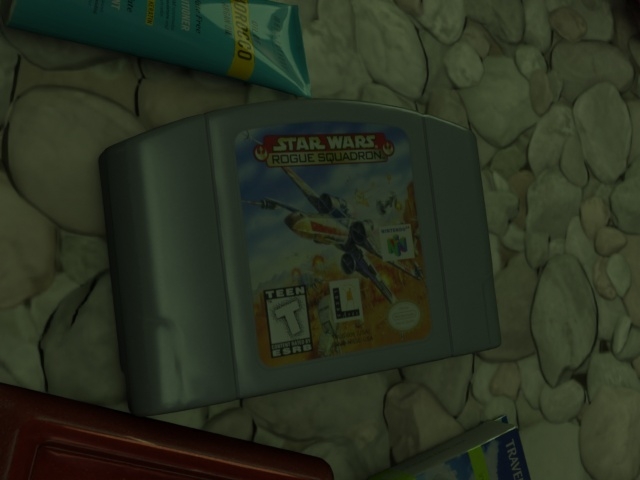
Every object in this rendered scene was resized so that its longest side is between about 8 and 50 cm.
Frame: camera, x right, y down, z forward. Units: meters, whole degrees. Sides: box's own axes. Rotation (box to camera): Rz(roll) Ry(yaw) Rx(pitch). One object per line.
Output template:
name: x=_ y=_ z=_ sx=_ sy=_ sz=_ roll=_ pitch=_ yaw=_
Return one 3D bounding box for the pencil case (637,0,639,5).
pencil case: x=0.304 y=-0.282 z=0.761 sx=0.209 sy=0.095 sz=0.098 roll=42 pitch=31 yaw=-18

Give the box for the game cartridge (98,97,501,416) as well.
game cartridge: x=0.000 y=0.000 z=0.577 sx=0.297 sy=0.062 sz=0.198 roll=-6 pitch=92 yaw=-30

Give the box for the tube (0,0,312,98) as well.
tube: x=-0.099 y=-0.145 z=0.538 sx=0.207 sy=0.052 sz=0.080 roll=5 pitch=71 yaw=-33

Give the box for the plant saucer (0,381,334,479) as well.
plant saucer: x=-0.095 y=0.223 z=0.455 sx=0.259 sy=0.048 sz=0.258 roll=21 pitch=56 yaw=-27

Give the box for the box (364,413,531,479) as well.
box: x=0.101 y=0.213 z=0.618 sx=0.178 sy=0.042 sz=0.109 roll=-16 pitch=93 yaw=-30
